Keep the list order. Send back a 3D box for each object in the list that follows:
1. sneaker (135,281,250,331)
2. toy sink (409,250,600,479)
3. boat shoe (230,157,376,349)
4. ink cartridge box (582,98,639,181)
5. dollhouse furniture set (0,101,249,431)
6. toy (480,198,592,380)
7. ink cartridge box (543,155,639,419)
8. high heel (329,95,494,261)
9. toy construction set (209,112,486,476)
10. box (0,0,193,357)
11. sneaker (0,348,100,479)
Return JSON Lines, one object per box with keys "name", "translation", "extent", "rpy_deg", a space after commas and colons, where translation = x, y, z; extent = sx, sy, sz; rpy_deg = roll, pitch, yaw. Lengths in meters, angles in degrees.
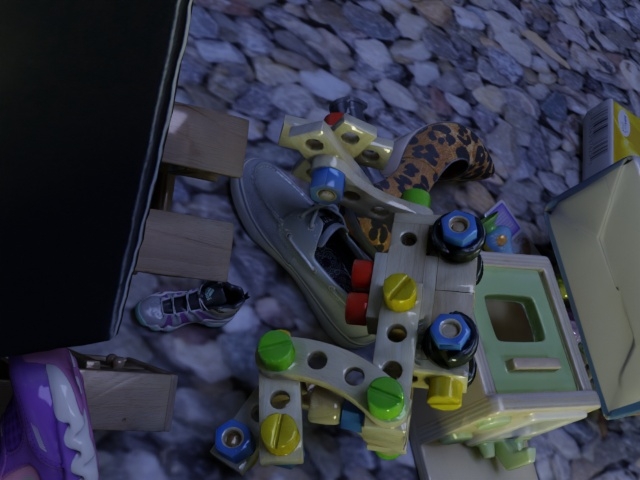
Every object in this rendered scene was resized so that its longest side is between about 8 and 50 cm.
{"name": "sneaker", "translation": [-0.109, 0.051, 0.772], "extent": [0.098, 0.069, 0.038], "rpy_deg": [-3, 65, -37]}
{"name": "toy sink", "translation": [0.176, 0.139, 0.883], "extent": [0.153, 0.131, 0.234], "rpy_deg": [5, 62, -33]}
{"name": "boat shoe", "translation": [0.000, 0.001, 0.872], "extent": [0.079, 0.081, 0.227], "rpy_deg": [-33, 86, -43]}
{"name": "ink cartridge box", "translation": [0.505, -0.011, 1.255], "extent": [0.307, 0.072, 0.303], "rpy_deg": [26, 52, -19]}
{"name": "dollhouse furniture set", "translation": [-0.188, 0.011, 0.650], "extent": [0.161, 0.212, 0.241], "rpy_deg": [10, 86, -33]}
{"name": "toy", "translation": [0.268, 0.065, 1.045], "extent": [0.237, 0.056, 0.137], "rpy_deg": [52, 48, 1]}
{"name": "ink cartridge box", "translation": [0.489, 0.055, 1.068], "extent": [0.396, 0.151, 0.269], "rpy_deg": [-1, 70, -33]}
{"name": "high heel", "translation": [0.119, -0.045, 0.980], "extent": [0.261, 0.093, 0.186], "rpy_deg": [11, 61, -38]}
{"name": "toy construction set", "translation": [0.032, 0.049, 0.765], "extent": [0.215, 0.151, 0.327], "rpy_deg": [4, 73, 10]}
{"name": "box", "translation": [-0.376, -0.173, 0.426], "extent": [0.480, 0.297, 0.471], "rpy_deg": [-6, 44, -32]}
{"name": "sneaker", "translation": [-0.196, 0.169, 0.558], "extent": [0.105, 0.236, 0.095], "rpy_deg": [-1, 31, -19]}
